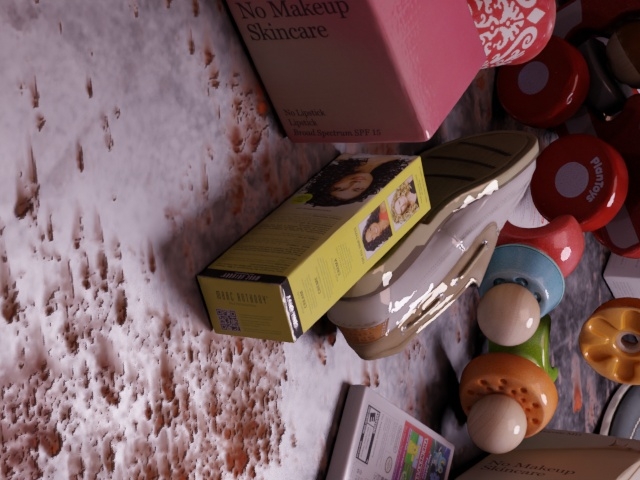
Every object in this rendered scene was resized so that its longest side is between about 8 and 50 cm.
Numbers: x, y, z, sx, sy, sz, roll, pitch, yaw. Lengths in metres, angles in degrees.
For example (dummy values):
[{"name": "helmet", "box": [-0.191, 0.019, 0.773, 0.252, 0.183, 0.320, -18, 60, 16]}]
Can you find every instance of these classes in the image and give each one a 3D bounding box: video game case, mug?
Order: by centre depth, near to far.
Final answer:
[{"name": "video game case", "box": [0.056, 0.260, 1.401, 0.183, 0.023, 0.201, 38, 60, -48]}, {"name": "mug", "box": [0.133, -0.228, 1.408, 0.169, 0.113, 0.150, -22, 120, -47]}]

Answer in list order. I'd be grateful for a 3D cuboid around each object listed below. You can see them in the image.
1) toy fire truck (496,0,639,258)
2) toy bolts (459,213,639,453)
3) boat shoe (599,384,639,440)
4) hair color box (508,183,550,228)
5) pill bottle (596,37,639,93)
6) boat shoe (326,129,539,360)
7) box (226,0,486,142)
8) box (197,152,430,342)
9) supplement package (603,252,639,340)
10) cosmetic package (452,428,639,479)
[{"name": "toy fire truck", "box": [0.345, -0.137, 1.550, 0.169, 0.254, 0.302, 19, 50, -52]}, {"name": "toy bolts", "box": [0.230, 0.100, 1.461, 0.158, 0.218, 0.228, -61, 142, -50]}, {"name": "boat shoe", "box": [0.442, 0.221, 1.870, 0.319, 0.099, 0.116, -42, 125, -45]}, {"name": "hair color box", "box": [0.216, -0.036, 1.590, 0.141, 0.043, 0.072, 14, 79, -53]}, {"name": "pill bottle", "box": [0.373, -0.215, 1.731, 0.221, 0.124, 0.124, 57, 48, -39]}, {"name": "boat shoe", "box": [0.107, -0.003, 1.393, 0.302, 0.113, 0.103, -37, 124, -36]}, {"name": "box", "box": [0.018, -0.206, 1.213, 0.127, 0.148, 0.232, -54, 132, -37]}, {"name": "box", "box": [0.000, 0.000, 1.256, 0.232, 0.087, 0.058, -44, 128, -45]}, {"name": "supplement package", "box": [0.530, 0.034, 1.819, 0.175, 0.293, 0.177, 54, 51, -40]}, {"name": "cosmetic package", "box": [0.220, 0.288, 1.490, 0.309, 0.160, 0.113, -20, 110, -59]}]
